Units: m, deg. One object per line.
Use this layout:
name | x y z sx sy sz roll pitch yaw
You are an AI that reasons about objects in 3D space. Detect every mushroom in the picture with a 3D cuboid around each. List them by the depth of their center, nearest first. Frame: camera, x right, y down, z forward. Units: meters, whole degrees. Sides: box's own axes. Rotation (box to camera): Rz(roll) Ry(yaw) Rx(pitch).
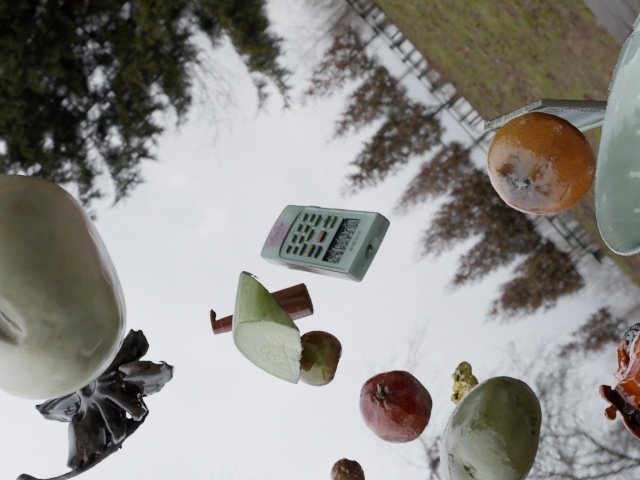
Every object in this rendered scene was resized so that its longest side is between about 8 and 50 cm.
mushroom | -0.425 0.098 1.177 0.325 0.353 0.353 36 -159 -35

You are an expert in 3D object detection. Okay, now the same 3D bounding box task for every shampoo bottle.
shampoo bottle | -0.140 0.170 1.918 0.085 0.244 0.085 -15 -90 -88

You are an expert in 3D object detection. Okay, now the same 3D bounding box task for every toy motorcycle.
toy motorcycle | 0.538 0.189 1.228 0.148 0.325 0.221 17 -118 -7

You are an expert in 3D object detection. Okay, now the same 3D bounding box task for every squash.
squash | -0.105 0.154 1.647 0.204 0.236 0.155 19 -127 10

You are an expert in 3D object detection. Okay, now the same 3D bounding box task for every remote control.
remote control | -0.001 0.000 1.693 0.050 0.145 0.344 36 164 -33

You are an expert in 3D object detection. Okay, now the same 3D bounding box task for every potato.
potato | 0.280 0.340 1.356 0.159 0.251 0.174 41 -138 19

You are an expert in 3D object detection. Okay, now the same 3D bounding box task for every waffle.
waffle | 0.361 0.442 2.009 0.060 0.280 0.262 1 -153 0

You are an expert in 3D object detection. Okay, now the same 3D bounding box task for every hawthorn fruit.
hawthorn fruit | 0.196 0.446 2.233 0.253 0.205 0.205 45 -166 -46

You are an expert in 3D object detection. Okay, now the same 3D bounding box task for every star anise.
star anise | -0.434 0.304 1.597 0.139 0.360 0.315 50 -151 -54

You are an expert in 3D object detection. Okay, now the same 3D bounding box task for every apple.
apple | -0.009 0.253 1.758 0.102 0.126 0.126 18 -162 3

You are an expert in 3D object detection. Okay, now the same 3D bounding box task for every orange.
orange | 0.454 -0.154 1.683 0.224 0.224 0.170 47 -129 -4

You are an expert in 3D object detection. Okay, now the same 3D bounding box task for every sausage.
sausage | 0.083 0.517 1.561 0.078 0.078 0.304 -107 -5 -54

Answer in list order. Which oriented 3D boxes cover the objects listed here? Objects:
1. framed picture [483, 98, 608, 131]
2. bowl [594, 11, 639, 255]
framed picture | 0.535 -0.273 1.800 0.335 0.248 0.022 176 94 -81
bowl | 0.427 -0.125 0.895 0.146 0.313 0.313 9 -160 2
